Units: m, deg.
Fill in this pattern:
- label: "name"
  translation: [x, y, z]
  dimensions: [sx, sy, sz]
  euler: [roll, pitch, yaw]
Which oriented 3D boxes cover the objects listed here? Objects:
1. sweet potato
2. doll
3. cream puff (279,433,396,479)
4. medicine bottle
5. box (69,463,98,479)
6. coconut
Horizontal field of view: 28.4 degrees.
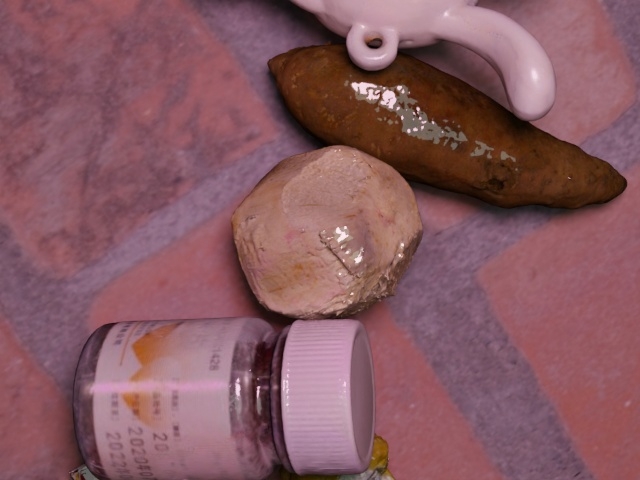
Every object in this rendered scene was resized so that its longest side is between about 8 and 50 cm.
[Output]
- label: "sweet potato"
  translation: [0.142, -0.111, 1.339]
  dimensions: [0.422, 0.130, 0.130]
  euler: [18, 85, -7]
- label: "doll"
  translation: [0.111, -0.333, 1.287]
  dimensions: [0.376, 0.187, 0.365]
  euler: [29, 70, -9]
- label: "cream puff"
  translation: [0.020, 0.264, 1.317]
  dimensions: [0.156, 0.121, 0.156]
  euler: [-2, 93, -52]
- label: "medicine bottle"
  translation: [-0.090, 0.156, 1.241]
  dimensions: [0.273, 0.165, 0.165]
  euler: [-4, 88, 12]
- label: "box"
  translation: [-0.192, 0.319, 1.319]
  dimensions: [0.050, 0.041, 0.207]
  euler: [-29, 92, -11]
- label: "coconut"
  translation: [0.001, -0.003, 1.294]
  dimensions: [0.194, 0.194, 0.194]
  euler: [0, 88, -8]
